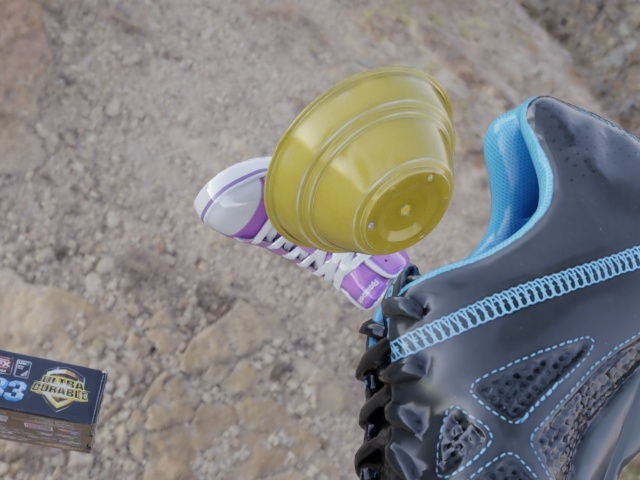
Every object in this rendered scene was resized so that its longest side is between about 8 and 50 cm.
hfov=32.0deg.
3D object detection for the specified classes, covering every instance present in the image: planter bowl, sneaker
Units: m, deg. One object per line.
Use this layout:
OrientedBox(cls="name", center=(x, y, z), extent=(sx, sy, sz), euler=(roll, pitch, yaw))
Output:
OrientedBox(cls="planter bowl", center=(0.061, -0.052, 1.077), extent=(0.217, 0.217, 0.090), euler=(-2, 39, -37))
OrientedBox(cls="sneaker", center=(0.001, -0.001, 1.230), extent=(0.282, 0.102, 0.161), euler=(7, 40, -45))
OrientedBox(cls="sneaker", center=(0.055, 0.092, 0.465), extent=(0.139, 0.125, 0.341), euler=(38, 67, -9))

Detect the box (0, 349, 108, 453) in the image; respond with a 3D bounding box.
OrientedBox(cls="box", center=(-0.408, 0.183, 1.328), extent=(0.295, 0.293, 0.073), euler=(12, 72, -8))
